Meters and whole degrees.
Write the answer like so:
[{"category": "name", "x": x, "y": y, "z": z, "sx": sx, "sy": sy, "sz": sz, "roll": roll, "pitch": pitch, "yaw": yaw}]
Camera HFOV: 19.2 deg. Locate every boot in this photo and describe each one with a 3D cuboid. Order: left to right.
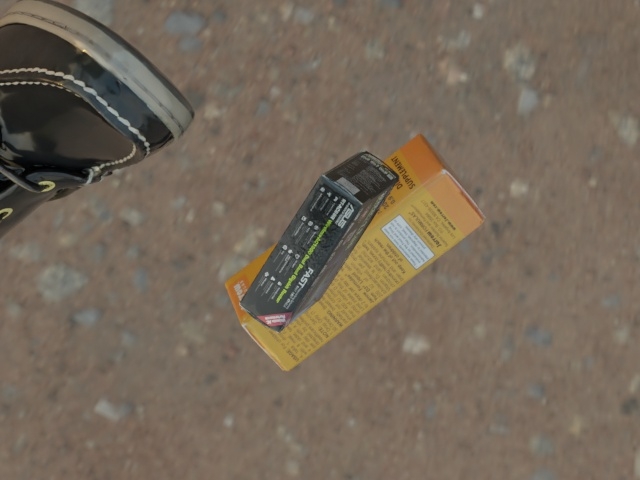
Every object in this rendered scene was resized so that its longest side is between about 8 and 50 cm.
[{"category": "boot", "x": -0.258, "y": -0.013, "z": 1.261, "sx": 0.138, "sy": 0.284, "sz": 0.377, "roll": 46, "pitch": 158, "yaw": -28}]

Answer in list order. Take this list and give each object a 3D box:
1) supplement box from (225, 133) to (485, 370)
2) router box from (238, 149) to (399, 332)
[{"category": "supplement box", "x": 0.029, "y": 0.011, "z": 1.719, "sx": 0.233, "sy": 0.078, "sz": 0.080, "roll": -39, "pitch": 125, "yaw": 7}, {"category": "router box", "x": 0.000, "y": 0.000, "z": 1.362, "sx": 0.038, "sy": 0.092, "sz": 0.122, "roll": 36, "pitch": 113, "yaw": 7}]
